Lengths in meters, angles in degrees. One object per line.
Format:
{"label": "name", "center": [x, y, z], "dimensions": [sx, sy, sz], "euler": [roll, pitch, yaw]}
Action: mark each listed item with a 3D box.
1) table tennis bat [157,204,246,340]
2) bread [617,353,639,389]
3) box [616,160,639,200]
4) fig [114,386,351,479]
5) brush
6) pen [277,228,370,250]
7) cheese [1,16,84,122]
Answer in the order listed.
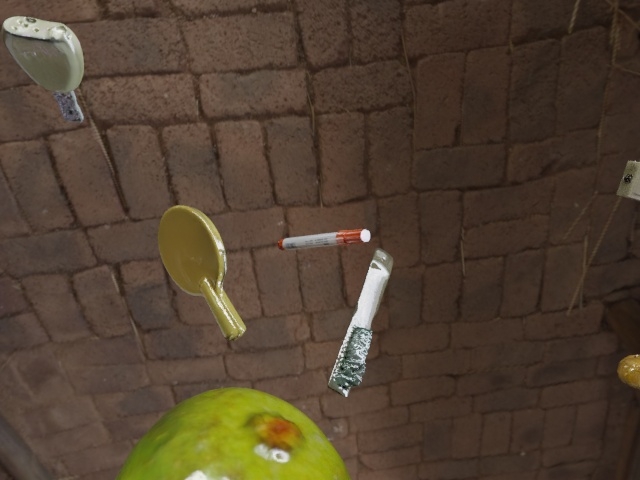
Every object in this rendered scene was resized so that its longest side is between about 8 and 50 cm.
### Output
{"label": "table tennis bat", "center": [-0.257, 0.073, 1.165], "dimensions": [0.198, 0.050, 0.321], "euler": [-37, 82, 37]}
{"label": "bread", "center": [0.306, 0.114, 0.444], "dimensions": [0.110, 0.110, 0.024], "euler": [4, 90, -7]}
{"label": "box", "center": [0.697, -0.126, 1.170], "dimensions": [0.083, 0.035, 0.079], "euler": [12, 99, -19]}
{"label": "fig", "center": [-0.107, 0.327, 0.556], "dimensions": [0.258, 0.258, 0.326], "euler": [23, 94, -18]}
{"label": "brush", "center": [0.055, 0.089, 0.628], "dimensions": [0.034, 0.190, 0.027], "euler": [37, 146, -22]}
{"label": "pen", "center": [0.000, 0.000, 1.033], "dimensions": [0.239, 0.028, 0.028], "euler": [-6, 134, 47]}
{"label": "cheese", "center": [-0.377, -0.232, 0.766], "dimensions": [0.097, 0.037, 0.192], "euler": [8, 153, -6]}
